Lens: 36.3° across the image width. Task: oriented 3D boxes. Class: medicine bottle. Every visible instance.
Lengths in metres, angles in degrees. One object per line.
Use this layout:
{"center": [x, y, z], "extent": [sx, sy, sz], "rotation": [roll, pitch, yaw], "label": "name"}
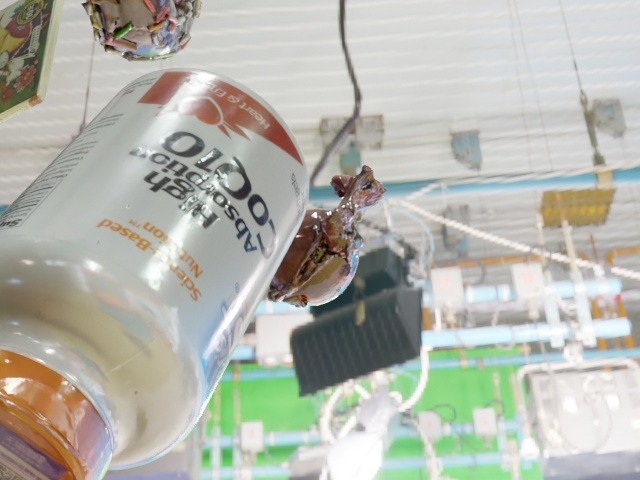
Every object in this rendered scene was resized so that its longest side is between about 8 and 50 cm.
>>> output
{"center": [-0.117, 0.026, 0.578], "extent": [0.156, 0.289, 0.157], "rotation": [10, -52, 13], "label": "medicine bottle"}

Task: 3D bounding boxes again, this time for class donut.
{"center": [-0.201, -0.340, 1.156], "extent": [0.103, 0.270, 0.270], "rotation": [4, -33, 5], "label": "donut"}

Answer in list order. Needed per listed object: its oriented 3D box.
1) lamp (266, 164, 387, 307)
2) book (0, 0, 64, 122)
{"center": [0.005, 0.009, 1.522], "extent": [0.223, 0.215, 0.151], "rotation": [-23, -63, 28], "label": "lamp"}
{"center": [-0.476, -0.202, 1.282], "extent": [0.322, 0.228, 0.018], "rotation": [-21, -42, 20], "label": "book"}
